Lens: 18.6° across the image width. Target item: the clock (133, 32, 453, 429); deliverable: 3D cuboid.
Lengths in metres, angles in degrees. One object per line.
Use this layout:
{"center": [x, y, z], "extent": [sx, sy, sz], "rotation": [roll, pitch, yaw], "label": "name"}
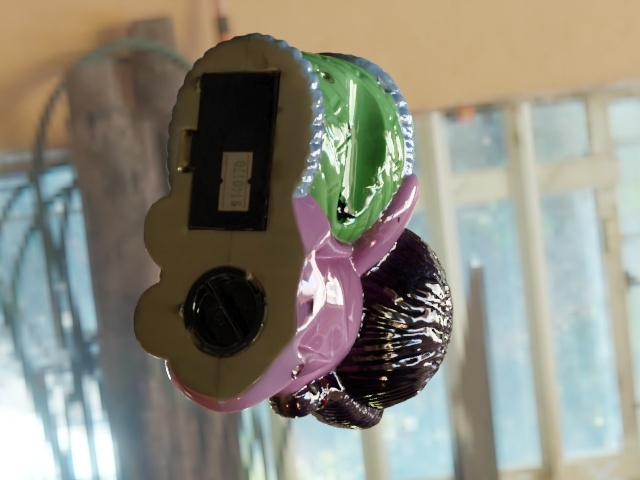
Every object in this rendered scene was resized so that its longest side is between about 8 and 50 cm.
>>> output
{"center": [0.000, 0.000, 1.009], "extent": [0.100, 0.194, 0.195], "rotation": [3, 172, 28], "label": "clock"}
